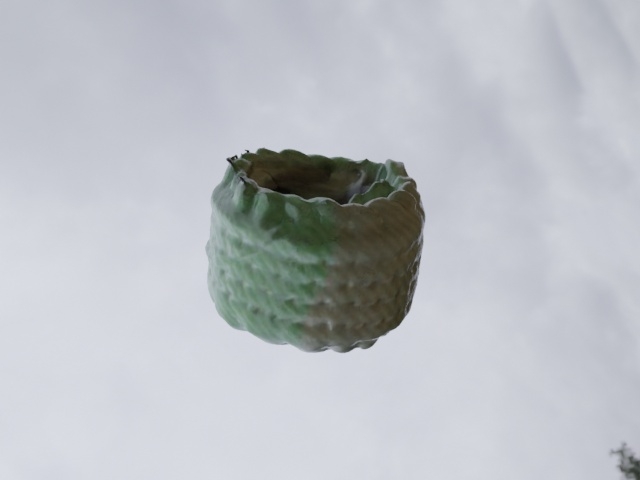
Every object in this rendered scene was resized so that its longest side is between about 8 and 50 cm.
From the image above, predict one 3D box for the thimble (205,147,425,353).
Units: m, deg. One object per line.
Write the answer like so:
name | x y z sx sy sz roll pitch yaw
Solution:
thimble | 0.000 0.000 0.810 0.219 0.219 0.150 -36 -41 -59
